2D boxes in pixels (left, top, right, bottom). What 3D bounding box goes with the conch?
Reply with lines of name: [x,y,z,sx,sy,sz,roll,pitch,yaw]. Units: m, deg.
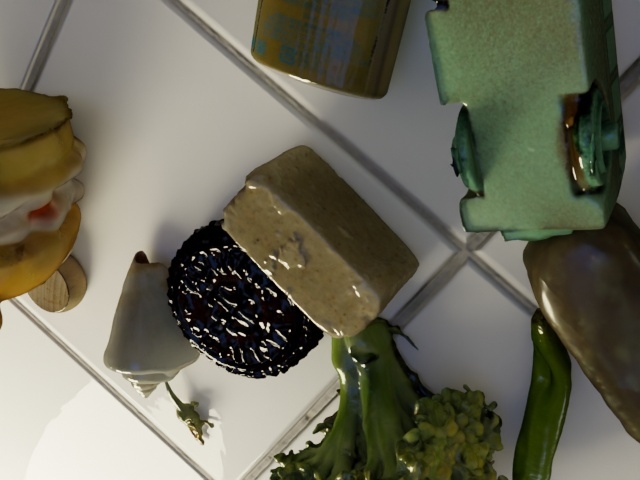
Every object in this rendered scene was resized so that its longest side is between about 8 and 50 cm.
conch: [-0.201,0.104,0.932,0.104,0.094,0.176,9,87,35]

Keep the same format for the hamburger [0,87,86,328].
hamburger: [-0.387,-0.031,0.843,0.276,0.276,0.237,11,117,21]

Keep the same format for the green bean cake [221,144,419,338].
green bean cake: [0.000,0.000,0.758,0.179,0.109,0.085,45,123,1]

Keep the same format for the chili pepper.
chili pepper: [0.217,0.154,0.756,0.050,0.052,0.202,-2,112,-5]

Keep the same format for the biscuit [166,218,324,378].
biscuit: [-0.082,0.063,0.857,0.194,0.053,0.195,9,115,21]

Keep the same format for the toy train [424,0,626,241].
toy train: [0.155,-0.163,0.587,0.129,0.159,0.327,-3,114,29]

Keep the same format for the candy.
candy: [0.271,0.077,0.667,0.102,0.104,0.234,-38,93,28]

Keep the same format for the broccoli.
broccoli: [0.052,0.224,0.788,0.242,0.180,0.273,-13,105,30]

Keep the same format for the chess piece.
chess piece: [-0.337,0.052,0.985,0.083,0.038,0.084,12,118,22]

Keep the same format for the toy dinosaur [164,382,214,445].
toy dinosaur: [-0.167,0.215,0.980,0.041,0.026,0.113,-2,121,44]

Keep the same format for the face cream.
face cream: [0.024,-0.272,0.652,0.139,0.067,0.285,21,120,15]
